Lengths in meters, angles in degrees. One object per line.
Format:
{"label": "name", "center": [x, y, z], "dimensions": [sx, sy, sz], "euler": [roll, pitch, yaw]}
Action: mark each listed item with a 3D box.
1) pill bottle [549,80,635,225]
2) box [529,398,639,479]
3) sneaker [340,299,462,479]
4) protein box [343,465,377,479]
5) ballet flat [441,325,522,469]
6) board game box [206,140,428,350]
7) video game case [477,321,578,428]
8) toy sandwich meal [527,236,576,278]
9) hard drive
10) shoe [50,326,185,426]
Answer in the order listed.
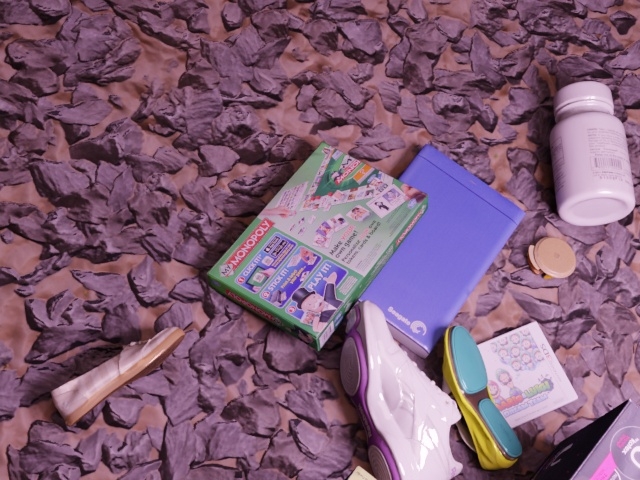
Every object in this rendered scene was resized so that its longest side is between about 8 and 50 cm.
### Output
{"label": "pill bottle", "center": [0.466, -0.153, 1.877], "dimensions": [0.131, 0.131, 0.229], "euler": [4, 65, -10]}
{"label": "box", "center": [0.397, 0.362, 1.547], "dimensions": [0.143, 0.270, 0.165], "euler": [41, 64, 8]}
{"label": "sneaker", "center": [0.123, 0.236, 1.650], "dimensions": [0.152, 0.114, 0.305], "euler": [-11, 77, -23]}
{"label": "protein box", "center": [0.026, 0.445, 1.471], "dimensions": [0.136, 0.201, 0.200], "euler": [38, 64, 7]}
{"label": "ballet flat", "center": [0.230, 0.248, 1.675], "dimensions": [0.077, 0.077, 0.231], "euler": [-7, 67, -45]}
{"label": "board game box", "center": [0.000, 0.000, 1.728], "dimensions": [0.213, 0.046, 0.317], "euler": [29, 62, 22]}
{"label": "video game case", "center": [0.314, 0.219, 1.736], "dimensions": [0.157, 0.019, 0.143], "euler": [-20, 71, -19]}
{"label": "toy sandwich meal", "center": [0.392, 0.032, 1.835], "dimensions": [0.085, 0.029, 0.086], "euler": [7, 62, -13]}
{"label": "hard drive", "center": [0.174, 0.011, 1.792], "dimensions": [0.210, 0.040, 0.319], "euler": [36, 64, 6]}
{"label": "shoe", "center": [-0.297, 0.186, 1.595], "dimensions": [0.219, 0.076, 0.058], "euler": [-36, 82, -22]}
